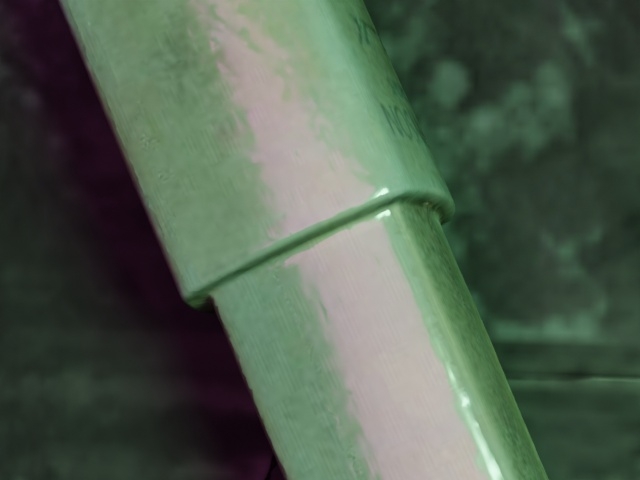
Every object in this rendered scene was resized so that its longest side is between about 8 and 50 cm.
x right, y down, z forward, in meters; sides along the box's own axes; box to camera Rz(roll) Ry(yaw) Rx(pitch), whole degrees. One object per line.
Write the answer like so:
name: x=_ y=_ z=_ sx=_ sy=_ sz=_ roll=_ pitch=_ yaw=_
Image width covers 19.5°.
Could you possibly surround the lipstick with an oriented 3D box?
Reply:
lipstick: x=0.000 y=0.000 z=0.517 sx=0.077 sy=0.079 sz=0.252 roll=-27 pitch=79 yaw=12
